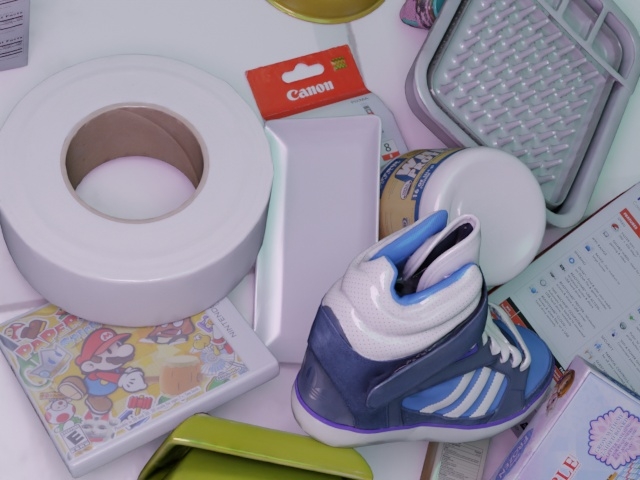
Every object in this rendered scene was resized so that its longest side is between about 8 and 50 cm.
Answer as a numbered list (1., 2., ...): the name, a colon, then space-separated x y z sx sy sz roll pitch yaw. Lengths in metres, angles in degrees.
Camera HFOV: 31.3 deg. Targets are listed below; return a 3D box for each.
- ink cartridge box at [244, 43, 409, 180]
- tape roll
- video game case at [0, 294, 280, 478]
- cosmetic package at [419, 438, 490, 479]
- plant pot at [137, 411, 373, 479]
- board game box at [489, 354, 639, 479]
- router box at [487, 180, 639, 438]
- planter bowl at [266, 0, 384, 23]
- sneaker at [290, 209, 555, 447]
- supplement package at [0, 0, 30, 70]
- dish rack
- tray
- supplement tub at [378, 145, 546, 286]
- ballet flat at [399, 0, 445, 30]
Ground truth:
1. ink cartridge box: 0.011 -0.144 1.338 0.145 0.045 0.179 -18 81 -20
2. tape roll: -0.193 -0.056 1.186 0.286 0.100 0.286 4 59 -6
3. video game case: -0.189 0.112 1.156 0.227 0.026 0.206 -25 49 -21
4. cosmetic package: 0.141 0.262 1.243 0.060 0.041 0.115 21 68 -8
5. plant pot: -0.078 0.294 1.081 0.228 0.227 0.207 13 64 -13
6. board game box: 0.309 0.335 1.175 0.318 0.066 0.319 33 97 -4
7. router box: 0.356 0.148 1.317 0.301 0.082 0.335 -33 84 -22
8. planter bowl: 0.008 -0.381 1.388 0.217 0.090 0.217 5 72 -14
9. sneaker: 0.137 0.075 1.072 0.322 0.236 0.130 -5 46 -33
10. supplement package: -0.400 -0.296 1.188 0.149 0.203 0.194 -16 77 -20
11. dish rack: 0.238 -0.201 1.358 0.285 0.072 0.333 40 59 -22
12. tray: 0.000 0.000 1.245 0.145 0.030 0.270 0 83 24
13. supplement tub: 0.134 -0.028 1.233 0.144 0.199 0.144 -1 93 -23
14. ballet flat: 0.166 -0.350 1.431 0.221 0.079 0.077 -56 136 -22
